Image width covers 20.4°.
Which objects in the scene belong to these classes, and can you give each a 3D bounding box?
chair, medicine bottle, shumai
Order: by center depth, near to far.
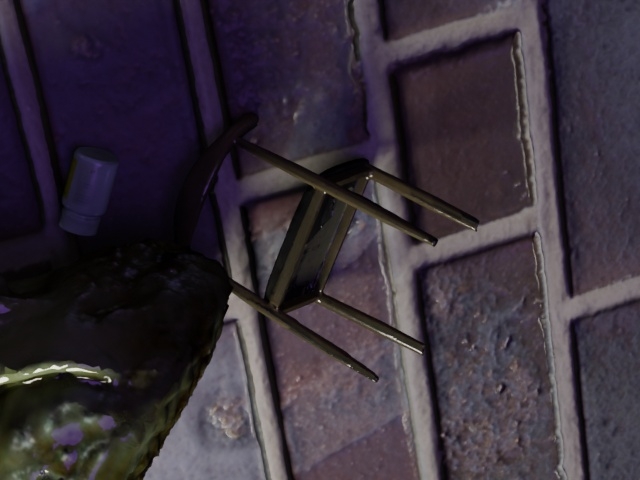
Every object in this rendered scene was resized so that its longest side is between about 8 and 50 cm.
[{"bbox_3d":[-0.308,0.137,1.733,0.348,0.395,0.395,25,103,-3],"label":"shumai"},{"bbox_3d":[-0.236,-0.050,1.803,0.047,0.047,0.083,11,108,-24],"label":"medicine bottle"},{"bbox_3d":[0.000,0.000,1.858,0.272,0.166,0.188,27,106,16],"label":"chair"}]
